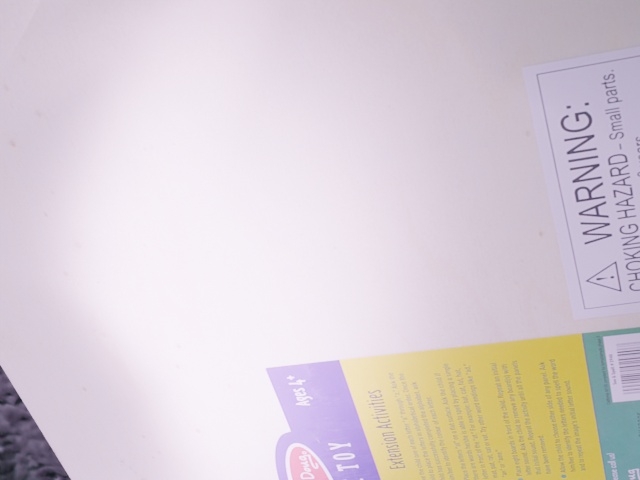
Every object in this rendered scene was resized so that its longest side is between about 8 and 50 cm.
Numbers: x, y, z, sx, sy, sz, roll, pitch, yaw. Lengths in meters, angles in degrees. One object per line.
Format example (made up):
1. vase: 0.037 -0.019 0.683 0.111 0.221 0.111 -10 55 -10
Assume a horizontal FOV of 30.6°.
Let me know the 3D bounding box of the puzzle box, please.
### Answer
1. puzzle box: 0.000 0.000 0.425 0.272 0.052 0.409 -8 128 14
